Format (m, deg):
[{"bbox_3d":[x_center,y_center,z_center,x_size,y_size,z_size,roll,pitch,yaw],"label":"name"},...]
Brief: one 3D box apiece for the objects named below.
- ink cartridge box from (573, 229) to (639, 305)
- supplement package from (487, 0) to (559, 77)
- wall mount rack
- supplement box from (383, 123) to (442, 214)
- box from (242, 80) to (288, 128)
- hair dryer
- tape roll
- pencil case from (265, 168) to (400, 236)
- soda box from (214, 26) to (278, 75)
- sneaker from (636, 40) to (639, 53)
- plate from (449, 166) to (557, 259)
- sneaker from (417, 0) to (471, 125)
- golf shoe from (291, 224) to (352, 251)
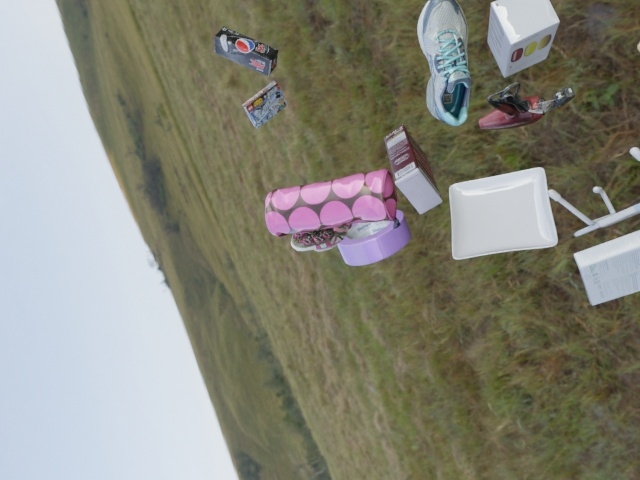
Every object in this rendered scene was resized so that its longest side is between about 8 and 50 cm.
[{"bbox_3d":[0.702,0.054,1.205,0.223,0.224,0.045,44,-148,-47],"label":"ink cartridge box"},{"bbox_3d":[0.564,-0.588,1.517,0.134,0.139,0.244,69,-167,9],"label":"supplement package"},{"bbox_3d":[0.738,-0.123,1.307,0.350,0.304,0.130,-35,73,45],"label":"wall mount rack"},{"bbox_3d":[0.248,-0.197,1.461,0.130,0.073,0.239,45,-154,-32],"label":"supplement box"},{"bbox_3d":[-0.181,-0.447,1.770,0.027,0.137,0.094,40,165,40],"label":"box"},{"bbox_3d":[0.534,-0.380,1.502,0.293,0.223,0.080,130,143,-76],"label":"hair dryer"},{"bbox_3d":[0.198,-0.014,2.018,0.275,0.275,0.090,-125,10,-71],"label":"tape roll"},{"bbox_3d":[0.020,-0.056,0.866,0.098,0.209,0.095,-28,-69,-69],"label":"pencil case"},{"bbox_3d":[-0.201,-0.511,1.451,0.060,0.169,0.053,107,-172,-56],"label":"soda box"},{"bbox_3d":[0.804,-0.446,1.269,0.084,0.185,0.069,124,129,-63],"label":"sneaker"},{"bbox_3d":[0.517,-0.071,1.546,0.045,0.277,0.278,52,-145,-47],"label":"plate"},{"bbox_3d":[0.285,-0.381,1.158,0.122,0.110,0.283,-103,-3,-56],"label":"sneaker"},{"bbox_3d":[0.000,0.000,1.232,0.067,0.186,0.086,42,127,25],"label":"golf shoe"}]
